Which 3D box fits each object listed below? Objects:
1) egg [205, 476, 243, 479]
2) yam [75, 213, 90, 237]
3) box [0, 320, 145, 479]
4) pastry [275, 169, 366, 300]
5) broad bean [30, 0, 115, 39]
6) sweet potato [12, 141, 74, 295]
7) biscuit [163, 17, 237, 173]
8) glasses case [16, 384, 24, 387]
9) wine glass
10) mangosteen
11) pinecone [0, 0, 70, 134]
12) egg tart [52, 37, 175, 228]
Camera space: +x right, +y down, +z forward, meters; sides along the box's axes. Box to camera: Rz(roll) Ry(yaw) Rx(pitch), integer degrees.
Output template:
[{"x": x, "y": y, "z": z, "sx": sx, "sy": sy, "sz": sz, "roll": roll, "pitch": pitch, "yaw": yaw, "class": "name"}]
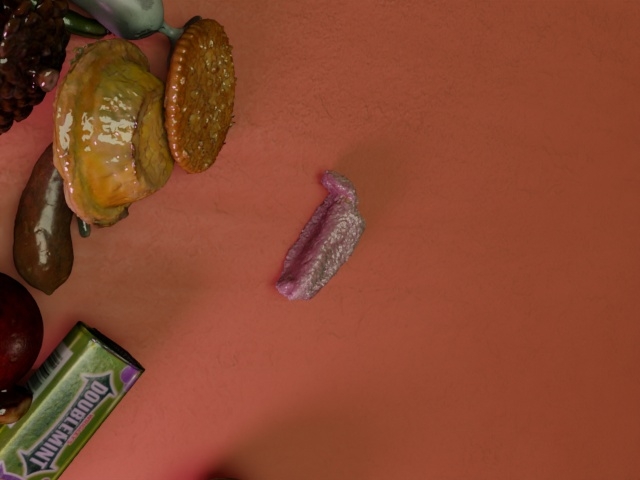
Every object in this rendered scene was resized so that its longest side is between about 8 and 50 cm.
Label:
[{"x": -0.175, "y": 0.570, "z": 1.109, "sx": 0.238, "sy": 0.238, "sz": 0.289, "roll": -17, "pitch": 114, "yaw": -27, "class": "egg"}, {"x": -0.397, "y": -0.062, "z": 1.024, "sx": 0.021, "sy": 0.021, "sz": 0.116, "roll": -12, "pitch": 103, "yaw": -28, "class": "yam"}, {"x": -0.430, "y": 0.297, "z": 0.951, "sx": 0.134, "sy": 0.097, "sz": 0.345, "roll": 46, "pitch": 74, "yaw": -29, "class": "box"}, {"x": 0.011, "y": 0.003, "z": 1.219, "sx": 0.112, "sy": 0.103, "sz": 0.265, "roll": 28, "pitch": 84, "yaw": -36, "class": "pastry"}, {"x": -0.425, "y": -0.366, "z": 0.958, "sx": 0.226, "sy": 0.039, "sz": 0.069, "roll": 20, "pitch": 53, "yaw": -34, "class": "broad bean"}, {"x": -0.419, "y": -0.060, "z": 0.966, "sx": 0.097, "sy": 0.097, "sz": 0.292, "roll": 9, "pitch": 97, "yaw": -30, "class": "sweet potato"}, {"x": -0.189, "y": -0.233, "z": 1.016, "sx": 0.035, "sy": 0.254, "sz": 0.254, "roll": 10, "pitch": 92, "yaw": 11, "class": "biscuit"}, {"x": -0.524, "y": 0.269, "z": 0.980, "sx": 0.196, "sy": 0.050, "sz": 0.083, "roll": 14, "pitch": 87, "yaw": -30, "class": "glasses case"}, {"x": -0.308, "y": -0.372, "z": 0.971, "sx": 0.231, "sy": 0.103, "sz": 0.103, "roll": 26, "pitch": 84, "yaw": -36, "class": "wine glass"}, {"x": -0.498, "y": 0.166, "z": 0.875, "sx": 0.215, "sy": 0.215, "sz": 0.258, "roll": -14, "pitch": 85, "yaw": -27, "class": "mangosteen"}, {"x": -0.475, "y": -0.273, "z": 0.844, "sx": 0.272, "sy": 0.224, "sz": 0.224, "roll": 24, "pitch": 84, "yaw": 2, "class": "pinecone"}, {"x": -0.296, "y": -0.156, "z": 0.938, "sx": 0.118, "sy": 0.288, "sz": 0.288, "roll": 11, "pitch": 91, "yaw": 8, "class": "egg tart"}]
